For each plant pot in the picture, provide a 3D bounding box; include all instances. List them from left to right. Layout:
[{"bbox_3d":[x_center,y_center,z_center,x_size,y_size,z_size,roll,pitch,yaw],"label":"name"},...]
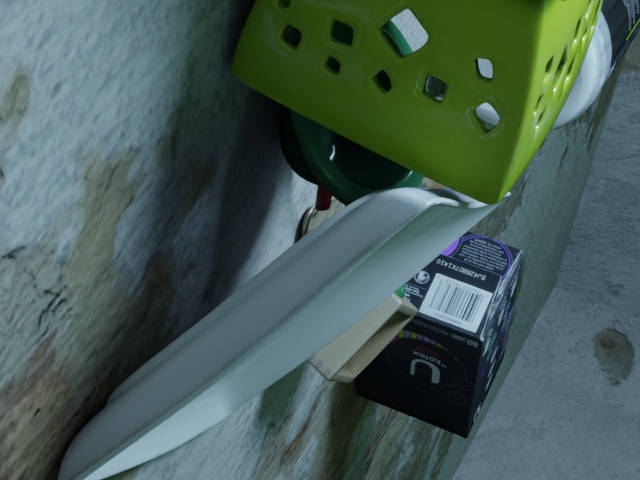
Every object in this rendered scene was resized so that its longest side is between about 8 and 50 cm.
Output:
[{"bbox_3d":[0.095,-0.200,1.059,0.227,0.228,0.207,-54,167,-46],"label":"plant pot"}]

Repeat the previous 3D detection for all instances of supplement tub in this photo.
[{"bbox_3d":[0.281,-0.271,1.753,0.316,0.193,0.193,-48,155,-52],"label":"supplement tub"}]

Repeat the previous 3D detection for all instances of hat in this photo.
[{"bbox_3d":[-0.021,-0.091,1.258,0.173,0.183,0.208,-39,112,-42],"label":"hat"}]

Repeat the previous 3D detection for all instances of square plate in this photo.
[{"bbox_3d":[-0.020,0.057,1.148,0.344,0.049,0.347,-39,172,14],"label":"square plate"}]

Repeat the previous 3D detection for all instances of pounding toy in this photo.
[{"bbox_3d":[0.035,0.065,1.537,0.141,0.100,0.130,-47,166,4],"label":"pounding toy"}]

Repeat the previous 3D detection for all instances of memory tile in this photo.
[{"bbox_3d":[0.000,0.000,1.479,0.148,0.012,0.113,-38,146,-65],"label":"memory tile"}]

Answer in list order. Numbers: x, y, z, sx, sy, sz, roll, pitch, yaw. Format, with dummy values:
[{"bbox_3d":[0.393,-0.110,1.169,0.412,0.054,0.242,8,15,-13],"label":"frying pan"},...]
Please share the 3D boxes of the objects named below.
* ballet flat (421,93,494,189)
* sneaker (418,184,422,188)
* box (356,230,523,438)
[{"bbox_3d":[0.154,-0.112,1.743,0.342,0.116,0.124,-12,102,-69],"label":"ballet flat"},{"bbox_3d":[0.065,-0.070,1.535,0.082,0.069,0.209,-35,153,-28],"label":"sneaker"},{"bbox_3d":[0.147,0.111,1.865,0.270,0.165,0.143,88,27,-56],"label":"box"}]
